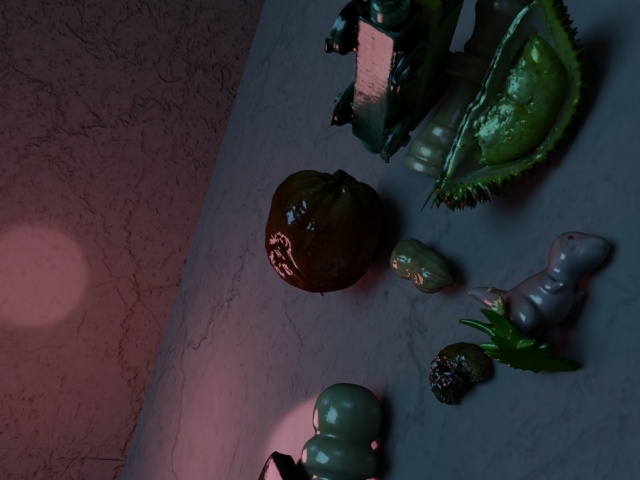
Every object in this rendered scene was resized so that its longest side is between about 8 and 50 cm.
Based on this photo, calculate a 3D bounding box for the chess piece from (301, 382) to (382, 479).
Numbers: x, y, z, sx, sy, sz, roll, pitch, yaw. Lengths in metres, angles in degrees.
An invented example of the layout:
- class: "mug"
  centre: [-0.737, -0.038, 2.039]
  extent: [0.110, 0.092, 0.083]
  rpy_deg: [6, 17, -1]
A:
- class: "chess piece"
  centre: [0.026, 0.420, 1.247]
  extent: [0.182, 0.182, 0.330]
  rpy_deg: [-22, 52, 60]

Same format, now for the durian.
- class: "durian"
  centre: [0.276, -0.196, 1.047]
  extent: [0.352, 0.169, 0.158]
  rpy_deg: [-64, 28, 25]

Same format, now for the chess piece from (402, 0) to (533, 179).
- class: "chess piece"
  centre: [0.269, -0.291, 1.195]
  extent: [0.397, 0.117, 0.117]
  rpy_deg: [-67, 26, 11]

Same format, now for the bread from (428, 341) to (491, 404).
- class: "bread"
  centre: [0.210, 0.201, 1.094]
  extent: [0.113, 0.060, 0.082]
  rpy_deg: [-56, 34, 38]

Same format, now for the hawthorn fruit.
- class: "hawthorn fruit"
  centre: [0.004, -0.020, 1.428]
  extent: [0.262, 0.258, 0.258]
  rpy_deg: [-45, 35, 20]

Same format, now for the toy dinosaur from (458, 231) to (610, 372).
- class: "toy dinosaur"
  centre: [0.279, 0.072, 0.937]
  extent: [0.194, 0.152, 0.177]
  rpy_deg: [-23, 47, 51]

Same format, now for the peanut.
- class: "peanut"
  centre: [0.176, 0.045, 1.225]
  extent: [0.187, 0.082, 0.082]
  rpy_deg: [40, 112, 64]

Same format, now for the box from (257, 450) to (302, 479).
- class: "box"
  centre: [-0.095, 0.625, 1.447]
  extent: [0.289, 0.073, 0.290]
  rpy_deg: [-141, 68, -70]

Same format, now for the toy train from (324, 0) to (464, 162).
- class: "toy train"
  centre: [0.136, -0.312, 1.192]
  extent: [0.253, 0.160, 0.397]
  rpy_deg: [-50, -16, -18]
